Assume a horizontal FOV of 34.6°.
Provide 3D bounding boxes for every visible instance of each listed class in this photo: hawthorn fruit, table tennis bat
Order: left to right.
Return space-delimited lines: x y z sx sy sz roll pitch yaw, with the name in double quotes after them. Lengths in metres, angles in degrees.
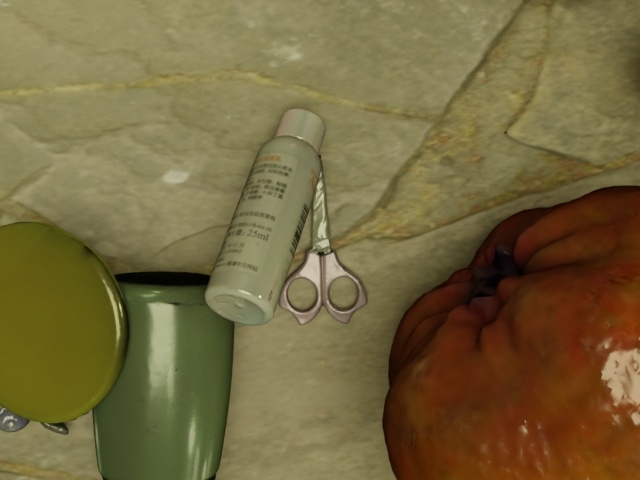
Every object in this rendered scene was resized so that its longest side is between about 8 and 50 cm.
-0.374 0.070 1.161 0.368 0.054 0.224 19 103 19 "table tennis bat"
0.298 0.190 1.110 0.471 0.472 0.472 -1 97 -4 "hawthorn fruit"

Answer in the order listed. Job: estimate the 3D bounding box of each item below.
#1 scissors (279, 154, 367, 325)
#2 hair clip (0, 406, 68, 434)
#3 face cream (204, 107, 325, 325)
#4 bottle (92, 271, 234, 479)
0.000 0.000 1.263 0.110 0.021 0.212 -3 98 -1 "scissors"
-0.367 0.171 1.251 0.195 0.052 0.124 17 90 -13 "hair clip"
-0.053 -0.036 1.167 0.082 0.082 0.269 23 60 -7 "face cream"
-0.188 0.213 1.201 0.168 0.168 0.347 3 97 -5 "bottle"
